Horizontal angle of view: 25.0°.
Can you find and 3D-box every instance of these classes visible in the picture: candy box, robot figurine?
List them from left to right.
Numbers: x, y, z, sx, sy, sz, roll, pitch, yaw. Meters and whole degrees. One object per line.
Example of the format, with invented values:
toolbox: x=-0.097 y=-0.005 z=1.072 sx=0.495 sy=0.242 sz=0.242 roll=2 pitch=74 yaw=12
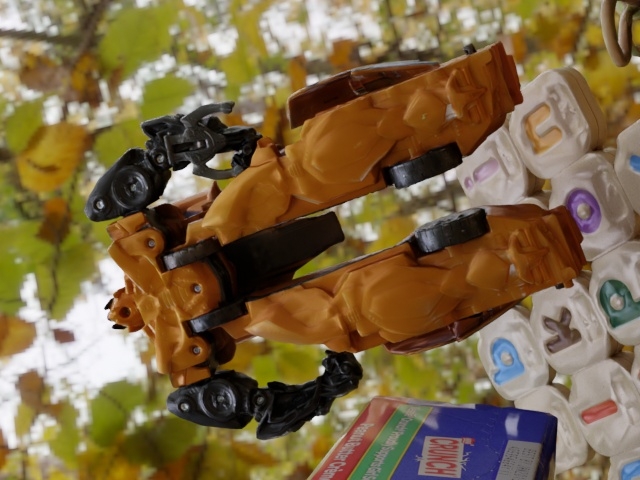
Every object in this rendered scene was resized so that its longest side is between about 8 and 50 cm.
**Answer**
robot figurine: x=0.000 y=0.000 z=0.872 sx=0.211 sy=0.291 sz=0.085 roll=69 pitch=-158 yaw=-5
candy box: x=0.048 y=0.263 z=0.732 sx=0.268 sy=0.122 sz=0.317 roll=-25 pitch=-60 yaw=-75

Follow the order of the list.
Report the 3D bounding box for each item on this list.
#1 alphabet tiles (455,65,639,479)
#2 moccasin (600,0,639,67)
alphabet tiles: x=0.177 y=0.041 z=0.889 sx=0.021 sy=0.278 sz=0.284 roll=-20 pitch=-101 yaw=-30
moccasin: x=0.188 y=-0.098 z=0.600 sx=0.380 sy=0.147 sz=0.139 roll=47 pitch=-147 yaw=7
